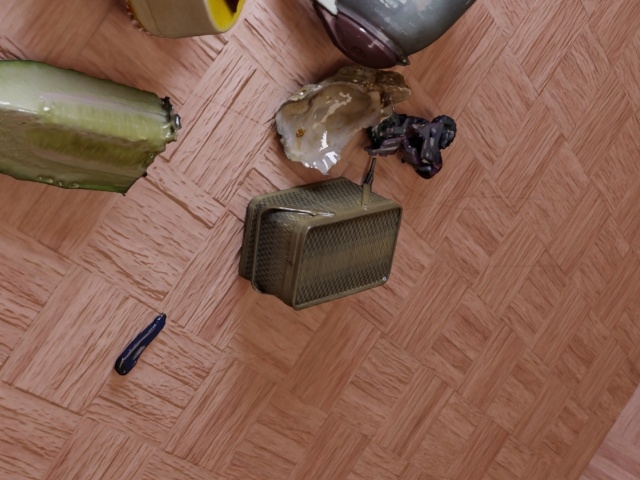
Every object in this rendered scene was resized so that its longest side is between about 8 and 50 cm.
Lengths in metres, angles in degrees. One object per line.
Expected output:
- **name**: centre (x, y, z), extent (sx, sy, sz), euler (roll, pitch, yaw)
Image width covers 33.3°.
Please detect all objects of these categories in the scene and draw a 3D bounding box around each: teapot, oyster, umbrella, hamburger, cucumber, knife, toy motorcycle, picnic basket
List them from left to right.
- **cucumber**: centre (-0.346, -0.152, 1.373), extent (0.325, 0.105, 0.145), euler (6, 135, -50)
- **knife**: centre (-0.284, 0.164, 1.707), extent (0.121, 0.018, 0.031), euler (-48, 134, -17)
- **hamburger**: centre (-0.176, -0.388, 1.342), extent (0.295, 0.151, 0.227), euler (75, 36, -57)
- **picnic basket**: centre (0.000, 0.000, 1.823), extent (0.267, 0.139, 0.165), euler (-14, 123, -43)
- **oyster**: centre (0.030, -0.221, 1.766), extent (0.233, 0.107, 0.161), euler (-27, 139, -11)
- **umbrella**: centre (0.074, -0.022, 1.973), extent (0.044, 0.044, 0.269), euler (-43, 152, -72)
- **teapot**: centre (0.101, -0.432, 1.625), extent (0.315, 0.233, 0.312), euler (36, 90, -23)
- **toy motorcycle**: centre (0.160, -0.175, 1.942), extent (0.213, 0.082, 0.122), euler (2, 101, -40)
